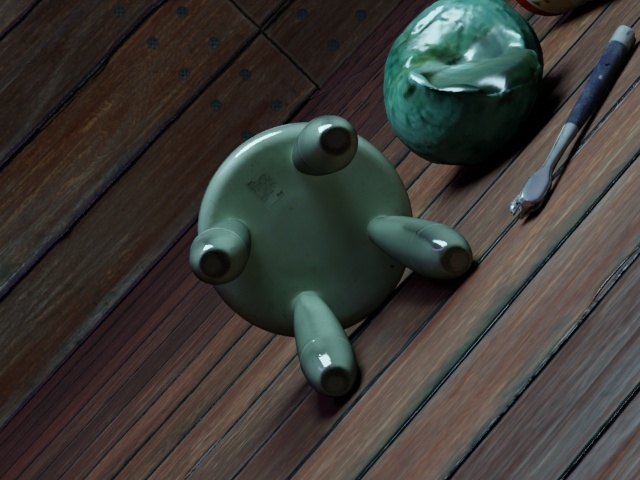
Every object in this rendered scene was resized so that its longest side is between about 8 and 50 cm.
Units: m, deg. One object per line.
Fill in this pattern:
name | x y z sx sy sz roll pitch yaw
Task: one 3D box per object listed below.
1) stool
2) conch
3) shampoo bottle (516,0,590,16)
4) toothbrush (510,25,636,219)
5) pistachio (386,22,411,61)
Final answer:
stool | 0.000 0.000 1.625 0.195 0.195 0.199 -46 11 -2
conch | 0.151 -0.156 1.869 0.196 0.134 0.202 17 47 34
shampoo bottle | 0.289 -0.311 1.991 0.104 0.104 0.278 -48 8 -15
toothbrush | 0.222 -0.106 1.632 0.288 0.024 0.026 -55 -1 -45
pistachio | 0.142 -0.220 2.299 0.113 0.113 0.149 -47 15 -6
